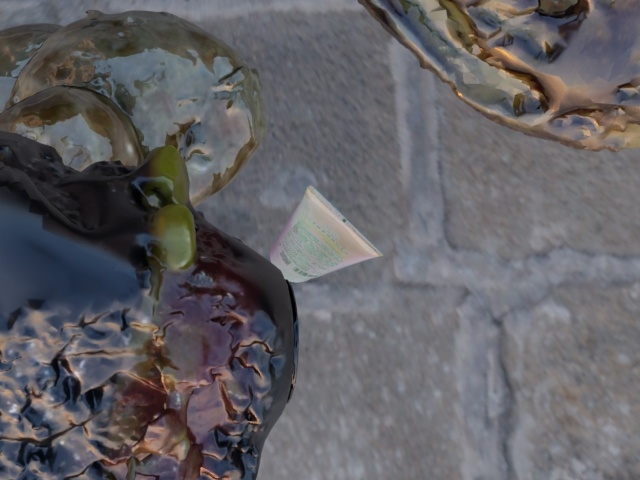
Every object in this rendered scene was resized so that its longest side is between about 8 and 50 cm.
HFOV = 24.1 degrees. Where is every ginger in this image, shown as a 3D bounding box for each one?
[{"bbox_3d":[-0.205,-0.098,1.218,0.256,0.375,0.176,-23,113,-24],"label":"ginger"}]

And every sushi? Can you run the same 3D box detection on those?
[{"bbox_3d":[-0.090,0.043,0.648,0.150,0.153,0.172,-1,104,-11],"label":"sushi"}]

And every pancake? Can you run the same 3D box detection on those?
[{"bbox_3d":[0.091,-0.130,0.629,0.212,0.056,0.257,-5,125,13],"label":"pancake"}]

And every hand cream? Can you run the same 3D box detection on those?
[{"bbox_3d":[0.000,0.000,1.195,0.076,0.174,0.047,43,74,-3],"label":"hand cream"}]
